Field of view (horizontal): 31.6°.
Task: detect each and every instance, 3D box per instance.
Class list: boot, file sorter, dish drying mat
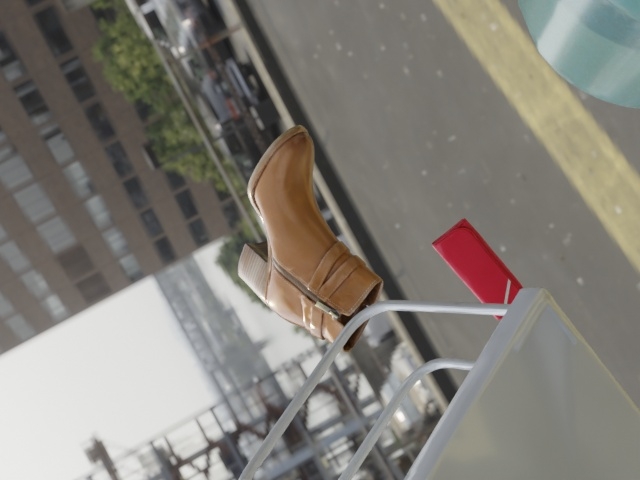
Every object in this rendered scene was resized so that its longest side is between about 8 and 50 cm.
[{"bbox_3d":[0.000,0.000,1.098,0.152,0.073,0.197,35,130,31],"label":"boot"},{"bbox_3d":[0.113,0.193,0.743,0.278,0.193,0.173,49,153,-24],"label":"file sorter"},{"bbox_3d":[0.120,0.022,0.840,0.083,0.032,0.008,47,-170,-21],"label":"dish drying mat"}]

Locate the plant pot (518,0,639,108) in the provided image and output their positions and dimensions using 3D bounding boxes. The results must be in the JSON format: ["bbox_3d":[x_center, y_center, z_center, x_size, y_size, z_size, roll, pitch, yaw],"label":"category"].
[{"bbox_3d":[0.319,-0.280,0.963,0.341,0.341,0.334,60,175,8],"label":"plant pot"}]
